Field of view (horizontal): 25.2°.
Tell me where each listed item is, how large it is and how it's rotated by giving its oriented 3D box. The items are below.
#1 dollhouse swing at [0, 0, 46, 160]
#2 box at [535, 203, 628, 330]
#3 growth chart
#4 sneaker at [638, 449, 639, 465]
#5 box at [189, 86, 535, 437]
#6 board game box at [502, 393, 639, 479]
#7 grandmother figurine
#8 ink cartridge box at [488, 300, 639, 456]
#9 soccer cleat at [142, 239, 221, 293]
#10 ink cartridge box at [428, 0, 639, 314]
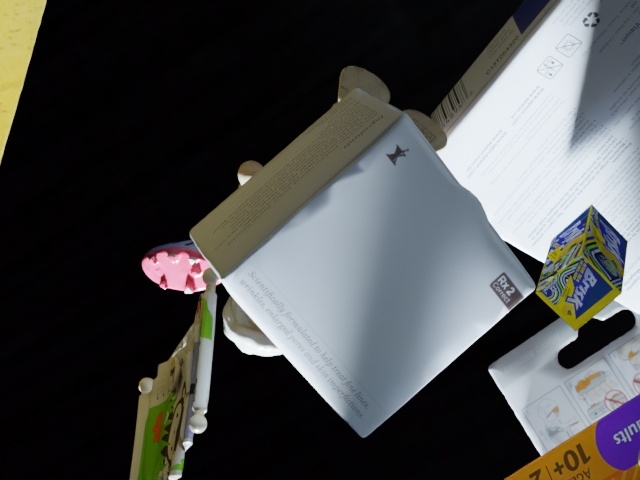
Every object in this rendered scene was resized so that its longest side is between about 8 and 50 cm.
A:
[{"bbox_3d":[-0.380,-0.198,1.229,0.315,0.347,0.305,8,-159,-34],"label":"dollhouse swing"},{"bbox_3d":[0.248,0.023,1.343,0.054,0.059,0.169,45,-159,-3],"label":"box"},{"bbox_3d":[-0.133,0.153,1.268,0.021,0.237,0.172,13,-125,-17],"label":"growth chart"},{"bbox_3d":[0.180,0.140,0.672,0.240,0.091,0.126,-55,-19,-61],"label":"sneaker"},{"bbox_3d":[0.031,0.014,1.088,0.181,0.182,0.119,50,177,-23],"label":"box"},{"bbox_3d":[0.339,0.355,1.251,0.356,0.356,0.356,4,-125,-44],"label":"board game box"},{"bbox_3d":[0.000,0.000,1.438,0.208,0.342,0.104,44,-141,12],"label":"grandmother figurine"},{"bbox_3d":[0.428,0.235,1.722,0.091,0.308,0.385,-15,-110,-57],"label":"ink cartridge box"},{"bbox_3d":[-0.151,0.019,2.155,0.083,0.248,0.095,67,-151,-25],"label":"soccer cleat"},{"bbox_3d":[0.302,-0.115,1.433,0.330,0.324,0.071,28,-154,-25],"label":"ink cartridge box"}]
